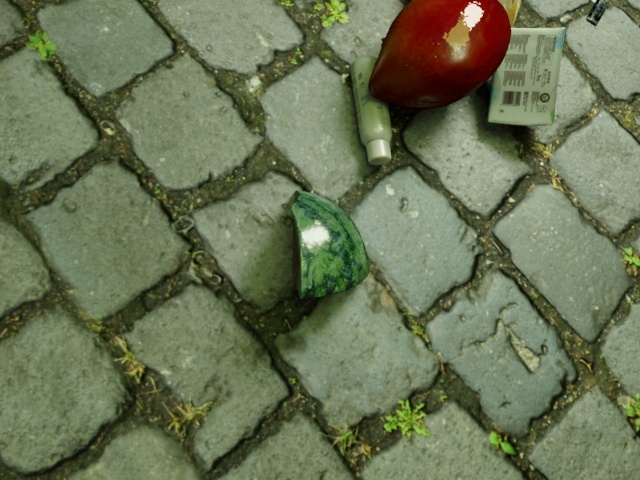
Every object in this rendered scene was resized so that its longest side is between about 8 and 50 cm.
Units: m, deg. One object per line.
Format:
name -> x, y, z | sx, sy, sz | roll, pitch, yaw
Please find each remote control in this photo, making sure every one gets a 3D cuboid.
remote control -> 0.809, -0.668, 1.673 | 0.039, 0.014, 0.096 | 34, 72, 0

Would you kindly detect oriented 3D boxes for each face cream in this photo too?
face cream -> 0.129, -0.315, 1.412 | 0.082, 0.082, 0.269 | -5, 76, -12

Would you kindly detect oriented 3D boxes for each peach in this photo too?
peach -> 0.275, -0.444, 1.309 | 0.361, 0.201, 0.258 | -34, 99, -6

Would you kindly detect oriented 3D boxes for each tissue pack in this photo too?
tissue pack -> 0.518, -0.411, 1.440 | 0.159, 0.145, 0.229 | 9, 110, 24

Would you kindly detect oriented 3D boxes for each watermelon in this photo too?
watermelon -> 0.000, 0.000, 1.268 | 0.176, 0.256, 0.260 | -8, 81, 33

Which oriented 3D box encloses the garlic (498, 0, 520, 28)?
garlic -> 0.395, -0.650, 1.509 | 0.249, 0.286, 0.313 | 4, 75, -56
